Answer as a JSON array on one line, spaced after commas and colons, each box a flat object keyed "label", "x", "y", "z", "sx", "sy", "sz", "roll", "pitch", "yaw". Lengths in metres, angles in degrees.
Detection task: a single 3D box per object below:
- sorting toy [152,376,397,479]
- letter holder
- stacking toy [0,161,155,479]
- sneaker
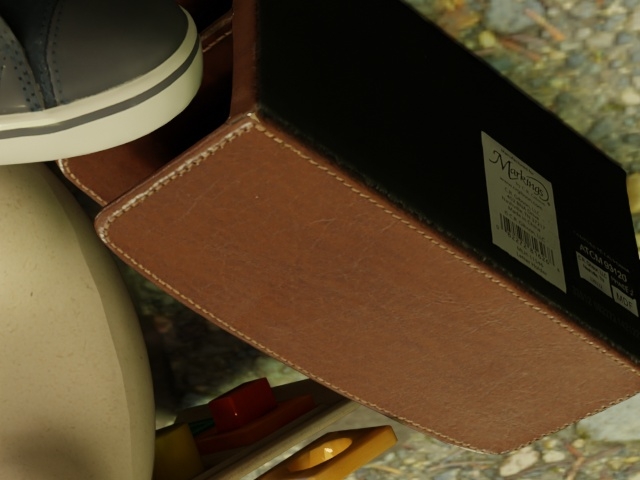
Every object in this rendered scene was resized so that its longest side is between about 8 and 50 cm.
[{"label": "sorting toy", "x": -0.091, "y": 0.128, "z": 1.005, "sx": 0.347, "sy": 0.196, "sz": 0.047, "roll": -18, "pitch": 99, "yaw": 41}, {"label": "letter holder", "x": 0.000, "y": 0.000, "z": 0.893, "sx": 0.214, "sy": 0.152, "sz": 0.302, "roll": -33, "pitch": 132, "yaw": 32}, {"label": "stacking toy", "x": -0.352, "y": 0.133, "z": 0.951, "sx": 0.350, "sy": 0.351, "sz": 0.480, "roll": 27, "pitch": 146, "yaw": -31}, {"label": "sneaker", "x": -0.213, "y": -0.117, "z": 0.726, "sx": 0.321, "sy": 0.126, "sz": 0.127, "roll": 5, "pitch": 130, "yaw": 8}]
